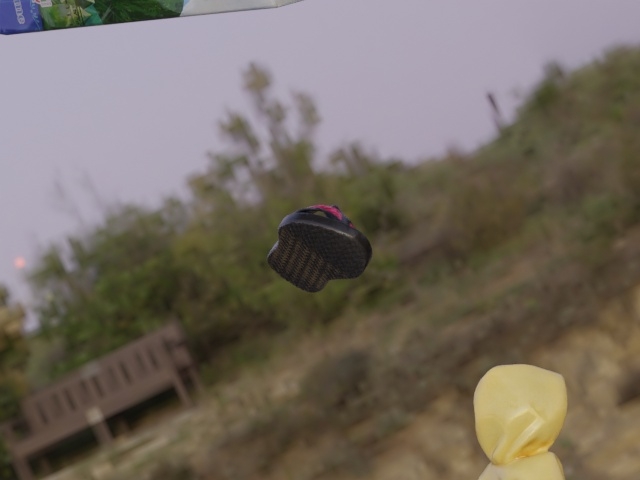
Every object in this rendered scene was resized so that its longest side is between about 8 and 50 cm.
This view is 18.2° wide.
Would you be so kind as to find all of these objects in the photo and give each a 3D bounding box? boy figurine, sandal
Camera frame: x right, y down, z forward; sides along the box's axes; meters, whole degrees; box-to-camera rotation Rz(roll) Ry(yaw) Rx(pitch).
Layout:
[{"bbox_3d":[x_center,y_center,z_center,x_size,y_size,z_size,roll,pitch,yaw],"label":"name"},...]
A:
[{"bbox_3d":[0.196,0.254,1.814,0.092,0.285,0.177,-7,-8,-13],"label":"boy figurine"},{"bbox_3d":[0.000,0.000,1.468,0.040,0.067,0.179,-54,5,-14],"label":"sandal"}]

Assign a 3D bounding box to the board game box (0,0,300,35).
[{"bbox_3d":[-0.147,-0.310,1.385,0.066,0.318,0.318,-23,16,-41],"label":"board game box"}]
